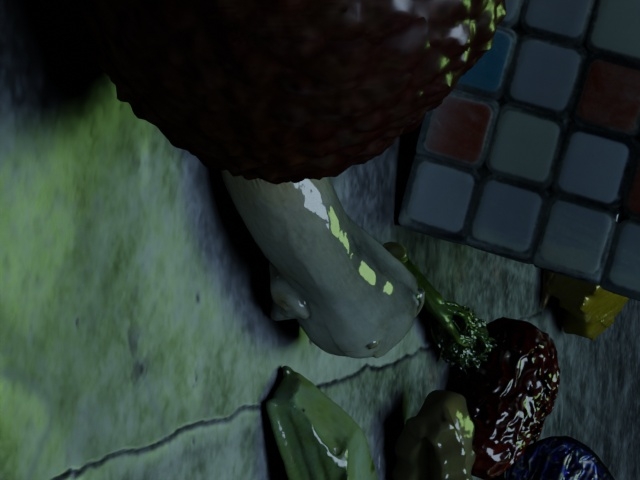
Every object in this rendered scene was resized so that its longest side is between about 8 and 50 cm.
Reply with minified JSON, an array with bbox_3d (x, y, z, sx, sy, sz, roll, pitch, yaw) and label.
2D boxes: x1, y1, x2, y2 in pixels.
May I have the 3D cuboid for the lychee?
[{"bbox_3d":[-0.017,-0.159,1.103,0.260,0.260,0.260,4,90,-70],"label":"lychee"}]

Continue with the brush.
[{"bbox_3d":[0.099,0.278,1.745,0.084,0.071,0.301,-49,144,-64],"label":"brush"}]

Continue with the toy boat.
[{"bbox_3d":[0.013,0.222,1.507,0.093,0.055,0.293,-65,151,-49],"label":"toy boat"}]

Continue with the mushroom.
[{"bbox_3d":[0.000,0.003,1.383,0.278,0.099,0.096,56,36,-54],"label":"mushroom"}]

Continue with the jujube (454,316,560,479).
[{"bbox_3d":[0.172,0.151,1.869,0.104,0.104,0.166,66,39,-52],"label":"jujube"}]

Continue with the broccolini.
[{"bbox_3d":[0.100,0.051,1.728,0.051,0.054,0.239,-64,151,-16],"label":"broccolini"}]

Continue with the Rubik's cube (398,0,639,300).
[{"bbox_3d":[0.246,-0.098,1.730,0.256,0.259,0.253,-3,108,-68],"label":"Rubik's cube"}]

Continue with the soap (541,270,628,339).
[{"bbox_3d":[0.407,-0.050,2.163,0.169,0.304,0.339,3,91,-66],"label":"soap"}]

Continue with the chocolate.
[{"bbox_3d":[0.188,0.335,1.925,0.148,0.126,0.343,-51,-179,38],"label":"chocolate"}]
